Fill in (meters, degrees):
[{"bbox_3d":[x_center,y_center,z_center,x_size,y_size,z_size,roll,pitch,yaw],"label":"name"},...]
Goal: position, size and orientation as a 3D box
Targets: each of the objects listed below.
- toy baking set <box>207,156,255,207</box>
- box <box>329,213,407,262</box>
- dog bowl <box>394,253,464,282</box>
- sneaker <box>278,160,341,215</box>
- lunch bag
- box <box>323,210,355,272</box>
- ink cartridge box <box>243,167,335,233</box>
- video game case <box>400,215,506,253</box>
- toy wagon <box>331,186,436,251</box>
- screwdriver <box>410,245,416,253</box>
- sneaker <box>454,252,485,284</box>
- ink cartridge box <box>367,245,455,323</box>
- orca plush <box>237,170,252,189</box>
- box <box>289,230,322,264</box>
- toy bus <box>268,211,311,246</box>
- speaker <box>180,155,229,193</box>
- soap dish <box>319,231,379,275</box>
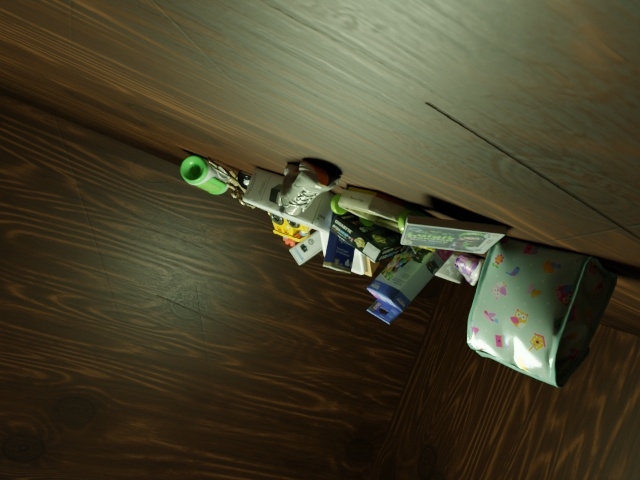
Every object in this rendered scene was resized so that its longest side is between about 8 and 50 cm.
[{"bbox_3d":[-0.350,-0.238,1.817,0.256,0.030,0.197,53,-170,2],"label":"toy baking set"},{"bbox_3d":[0.154,-0.017,1.342,0.175,0.051,0.220,38,-155,23],"label":"box"},{"bbox_3d":[0.482,0.087,1.954,0.348,0.102,0.349,21,180,0],"label":"dog bowl"},{"bbox_3d":[-0.035,-0.113,1.054,0.099,0.121,0.262,21,180,-18],"label":"sneaker"},{"bbox_3d":[0.444,0.147,0.937,0.160,0.263,0.223,22,178,-36],"label":"lunch bag"},{"bbox_3d":[0.072,-0.018,1.411,0.036,0.226,0.136,4,171,31],"label":"box"},{"bbox_3d":[-0.072,-0.122,1.477,0.289,0.122,0.211,21,179,29],"label":"ink cartridge box"},{"bbox_3d":[0.271,-0.009,0.949,0.190,0.022,0.173,7,166,8],"label":"video game case"},{"bbox_3d":[0.200,-0.050,1.185,0.344,0.068,0.267,21,180,-41],"label":"toy wagon"},{"bbox_3d":[0.258,-0.010,1.355,0.025,0.024,0.170,36,-160,-39],"label":"screwdriver"},{"bbox_3d":[0.539,0.094,1.621,0.104,0.095,0.236,28,177,21],"label":"sneaker"},{"bbox_3d":[0.259,0.102,1.360,0.065,0.311,0.185,42,173,-15],"label":"ink cartridge box"},{"bbox_3d":[-0.222,-0.187,1.855,0.287,0.102,0.151,22,179,-39],"label":"orca plush"},{"bbox_3d":[0.000,0.000,2.138,0.087,0.289,0.169,55,180,3],"label":"box"},{"bbox_3d":[-0.113,-0.066,2.010,0.220,0.212,0.149,19,-142,34],"label":"toy bus"},{"bbox_3d":[-0.497,-0.282,1.958,0.131,0.131,0.296,21,179,9],"label":"speaker"},{"bbox_3d":[0.125,0.008,1.929,0.118,0.229,0.290,-25,-154,-31],"label":"soap dish"}]
